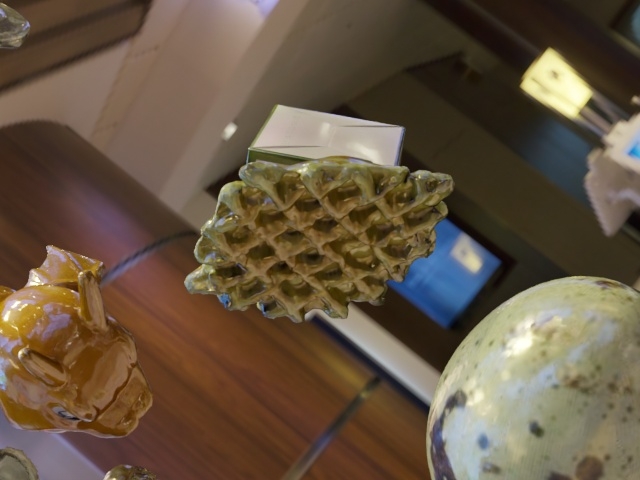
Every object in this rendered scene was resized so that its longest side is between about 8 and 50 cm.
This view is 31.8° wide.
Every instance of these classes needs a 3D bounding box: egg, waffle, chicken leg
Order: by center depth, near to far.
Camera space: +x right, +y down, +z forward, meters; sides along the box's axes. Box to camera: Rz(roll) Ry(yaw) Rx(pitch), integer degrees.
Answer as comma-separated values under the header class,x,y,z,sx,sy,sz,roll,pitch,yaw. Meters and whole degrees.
class,x,y,z,sx,sy,sz,roll,pitch,yaw
waffle,-0.001,-0.002,0.983,0.223,0.054,0.204,2,-41,-21
egg,0.274,0.207,1.285,0.287,0.287,0.379,-41,-16,-52
chicken leg,-0.277,0.407,1.675,0.228,0.103,0.088,98,173,-47

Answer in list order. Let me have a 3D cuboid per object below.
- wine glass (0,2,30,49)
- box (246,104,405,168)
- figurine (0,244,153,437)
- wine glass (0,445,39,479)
class,x,y,z,sx,sy,sz,roll,pitch,yaw
wine glass,-0.280,-0.292,0.936,0.126,0.126,0.241,-37,-31,-61
box,0.004,-0.062,1.399,0.195,0.177,0.148,-73,-8,-66
figurine,-0.463,0.140,1.676,0.401,0.387,0.268,14,-90,-54
wine glass,-0.588,0.415,1.736,0.321,0.143,0.143,-17,7,24
